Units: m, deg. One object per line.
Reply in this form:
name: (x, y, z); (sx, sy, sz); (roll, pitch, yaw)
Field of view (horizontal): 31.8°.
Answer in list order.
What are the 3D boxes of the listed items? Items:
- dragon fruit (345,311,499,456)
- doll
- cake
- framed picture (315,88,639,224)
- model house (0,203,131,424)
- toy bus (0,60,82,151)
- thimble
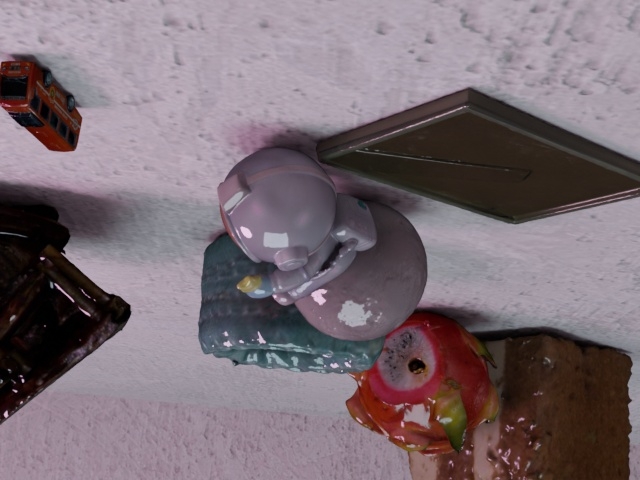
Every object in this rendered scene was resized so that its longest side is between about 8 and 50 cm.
dragon fruit: (0.152, 0.213, 1.646); (0.224, 0.224, 0.227); (-3, 154, 29)
doll: (0.000, 0.000, 1.051); (0.151, 0.150, 0.287); (-2, 158, 27)
cake: (0.323, 0.291, 1.811); (0.282, 0.255, 0.290); (15, 167, -38)
framed picture: (0.151, -0.061, 0.976); (0.260, 0.023, 0.189); (16, 162, -35)
model house: (-0.410, 0.070, 1.260); (0.282, 0.297, 0.317); (52, 164, -2)
toy bus: (-0.223, -0.106, 0.897); (0.031, 0.043, 0.110); (3, 165, 10)
thimble: (-0.026, 0.075, 1.320); (0.235, 0.143, 0.198); (0, 165, 12)
